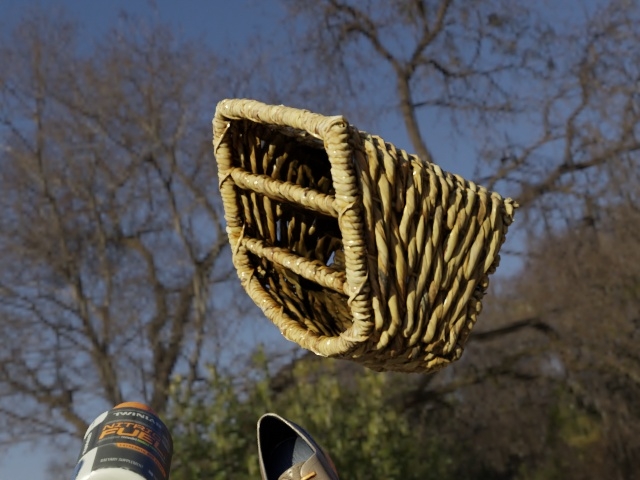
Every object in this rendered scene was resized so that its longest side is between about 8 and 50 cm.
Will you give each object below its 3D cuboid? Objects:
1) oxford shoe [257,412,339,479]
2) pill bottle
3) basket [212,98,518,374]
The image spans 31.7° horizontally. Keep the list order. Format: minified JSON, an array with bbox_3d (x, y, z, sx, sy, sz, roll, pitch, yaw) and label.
[{"bbox_3d":[-0.010,0.379,1.532,0.130,0.363,0.132,-33,-52,-5],"label":"oxford shoe"},{"bbox_3d":[-0.273,0.314,1.564,0.131,0.130,0.245,-11,18,0],"label":"pill bottle"},{"bbox_3d":[0.000,0.000,1.111,0.223,0.213,0.299,21,1,-30],"label":"basket"}]
